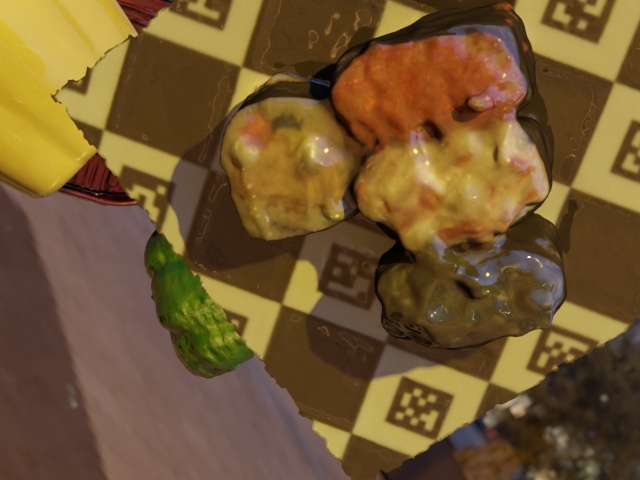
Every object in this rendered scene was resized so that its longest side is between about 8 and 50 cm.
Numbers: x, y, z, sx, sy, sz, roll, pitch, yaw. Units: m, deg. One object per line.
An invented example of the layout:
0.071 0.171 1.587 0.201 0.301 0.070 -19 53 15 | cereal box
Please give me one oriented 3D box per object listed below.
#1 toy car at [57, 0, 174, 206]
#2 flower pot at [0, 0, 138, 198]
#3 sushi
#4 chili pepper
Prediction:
-0.218 -0.220 1.684 0.271 0.341 0.240 17 42 -11 | toy car
-0.223 -0.134 1.122 0.179 0.195 0.195 43 6 -14 | flower pot
0.038 -0.027 0.610 0.219 0.231 0.047 52 20 -11 | sushi
-0.004 -0.010 1.505 0.167 0.385 0.213 59 21 -21 | chili pepper
